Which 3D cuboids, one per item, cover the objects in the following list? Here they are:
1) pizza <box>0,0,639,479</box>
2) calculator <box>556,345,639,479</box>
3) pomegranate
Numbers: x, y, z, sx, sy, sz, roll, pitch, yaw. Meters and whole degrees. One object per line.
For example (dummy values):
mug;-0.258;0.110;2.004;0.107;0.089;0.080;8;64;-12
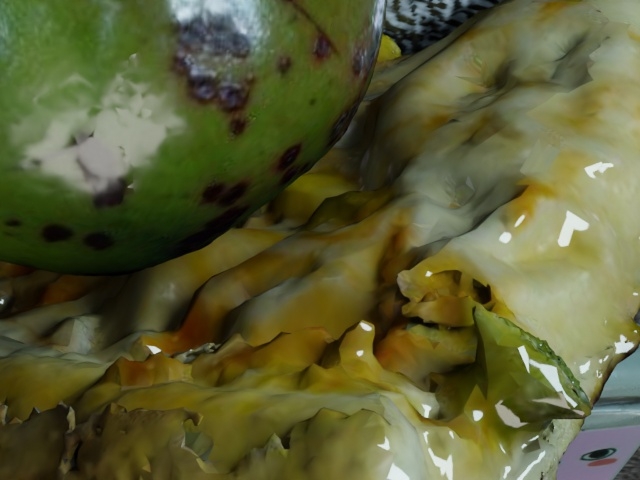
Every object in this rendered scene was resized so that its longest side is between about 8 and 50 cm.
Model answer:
pizza;-0.026;0.017;0.697;0.435;0.392;0.080;-21;112;8
calculator;0.148;0.121;1.251;0.141;0.045;0.246;-3;151;-14
pomegranate;-0.087;-0.080;0.647;0.202;0.202;0.248;-3;179;-15
